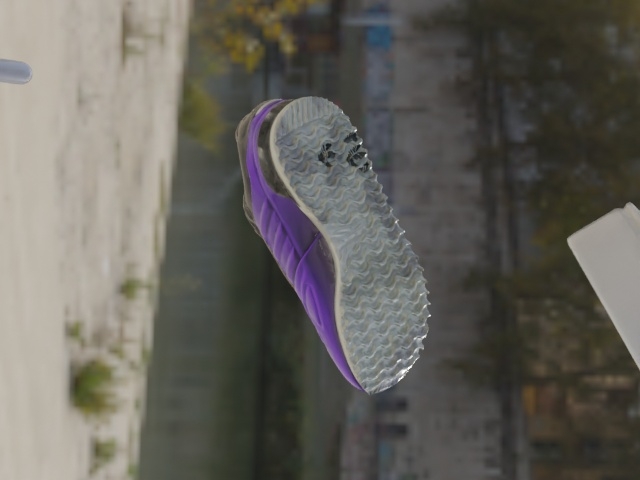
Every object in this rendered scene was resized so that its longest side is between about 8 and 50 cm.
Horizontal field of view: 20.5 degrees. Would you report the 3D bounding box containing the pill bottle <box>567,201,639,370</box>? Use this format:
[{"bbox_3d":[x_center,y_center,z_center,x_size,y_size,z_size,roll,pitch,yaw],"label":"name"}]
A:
[{"bbox_3d":[0.422,-0.016,1.481,0.224,0.392,0.224,59,7,-12],"label":"pill bottle"}]

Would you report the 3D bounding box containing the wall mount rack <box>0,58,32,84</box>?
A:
[{"bbox_3d":[-0.374,-0.211,1.254,0.350,0.130,0.304,33,-19,42],"label":"wall mount rack"}]

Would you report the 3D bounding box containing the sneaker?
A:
[{"bbox_3d":[0.001,-0.001,1.644,0.146,0.102,0.293,9,-58,56],"label":"sneaker"}]
